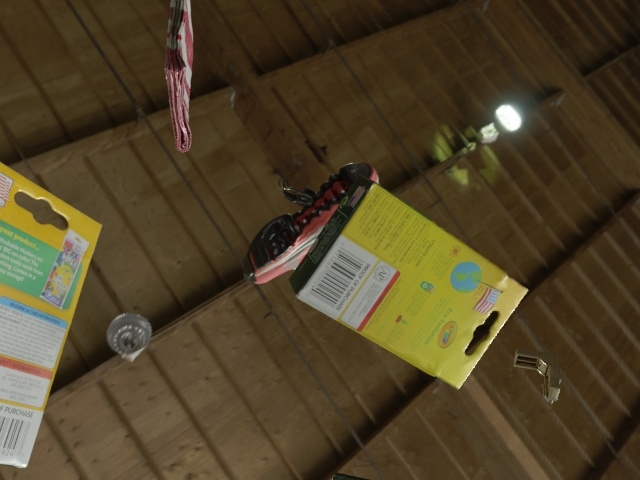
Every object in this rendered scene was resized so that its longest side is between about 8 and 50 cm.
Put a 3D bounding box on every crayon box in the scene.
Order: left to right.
[{"bbox_3d":[-0.400,0.087,0.720,0.203,0.083,0.323,47,-132,-56],"label":"crayon box"},{"bbox_3d":[0.137,0.070,0.932,0.318,0.081,0.202,33,-85,-18],"label":"crayon box"}]

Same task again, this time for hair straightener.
[{"bbox_3d":[0.017,-0.079,1.265,0.230,0.089,0.047,26,-110,0],"label":"hair straightener"}]

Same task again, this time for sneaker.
[{"bbox_3d":[0.000,0.000,1.115,0.136,0.313,0.116,47,-167,-33],"label":"sneaker"}]

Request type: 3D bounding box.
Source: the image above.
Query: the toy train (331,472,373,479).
[{"bbox_3d":[0.133,0.445,0.865,0.333,0.142,0.190,8,-162,9],"label":"toy train"}]

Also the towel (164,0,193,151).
[{"bbox_3d":[-0.277,-0.380,1.231,0.037,0.237,0.329,0,-119,-8],"label":"towel"}]

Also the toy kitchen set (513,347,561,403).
[{"bbox_3d":[0.392,0.255,1.109,0.075,0.068,0.083,8,-143,12],"label":"toy kitchen set"}]
